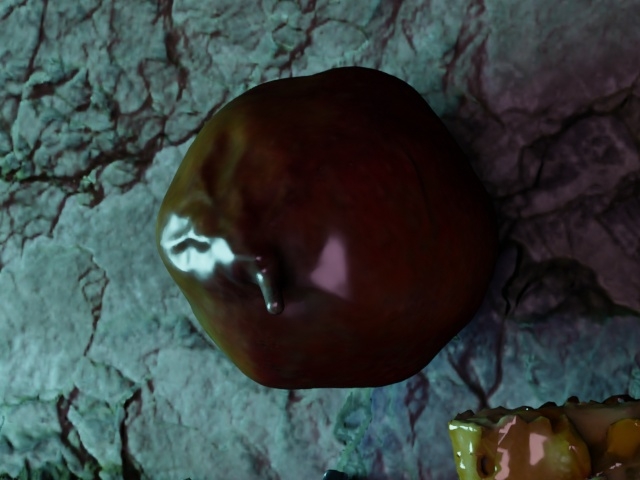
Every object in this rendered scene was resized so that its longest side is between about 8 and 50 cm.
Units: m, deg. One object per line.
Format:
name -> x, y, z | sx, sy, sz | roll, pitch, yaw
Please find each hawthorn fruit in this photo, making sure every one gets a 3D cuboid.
hawthorn fruit -> 0.000, 0.000, 1.113 | 0.208, 0.248, 0.208 | 2, 98, 15

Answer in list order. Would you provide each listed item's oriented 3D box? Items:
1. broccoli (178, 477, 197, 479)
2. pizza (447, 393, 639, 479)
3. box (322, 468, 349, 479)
broccoli -> -0.110, 0.218, 1.271 | 0.095, 0.097, 0.092 | -17, 131, 41
pizza -> 0.323, 0.181, 1.034 | 0.406, 0.130, 0.440 | -40, 98, 7
box -> 0.018, 0.208, 1.217 | 0.054, 0.074, 0.099 | 11, 98, 5
